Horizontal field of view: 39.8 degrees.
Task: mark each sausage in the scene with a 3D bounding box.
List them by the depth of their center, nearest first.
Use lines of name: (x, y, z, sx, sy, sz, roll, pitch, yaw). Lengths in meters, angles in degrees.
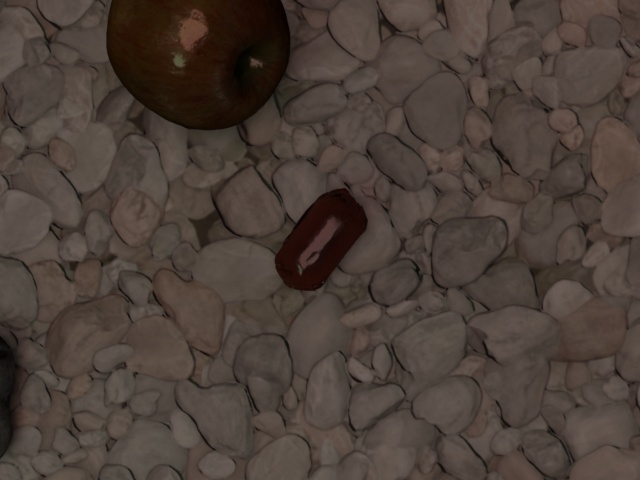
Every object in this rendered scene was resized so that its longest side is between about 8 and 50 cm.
sausage: (0.000, 0.000, 1.095, 0.076, 0.076, 0.141, 39, 89, 3)

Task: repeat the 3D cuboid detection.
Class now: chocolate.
chocolate: (-0.417, 0.196, 1.098, 0.072, 0.072, 0.167, 1, 89, 2)

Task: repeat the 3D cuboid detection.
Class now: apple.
apple: (-0.143, -0.238, 1.046, 0.188, 0.211, 0.211, 26, 88, 29)
